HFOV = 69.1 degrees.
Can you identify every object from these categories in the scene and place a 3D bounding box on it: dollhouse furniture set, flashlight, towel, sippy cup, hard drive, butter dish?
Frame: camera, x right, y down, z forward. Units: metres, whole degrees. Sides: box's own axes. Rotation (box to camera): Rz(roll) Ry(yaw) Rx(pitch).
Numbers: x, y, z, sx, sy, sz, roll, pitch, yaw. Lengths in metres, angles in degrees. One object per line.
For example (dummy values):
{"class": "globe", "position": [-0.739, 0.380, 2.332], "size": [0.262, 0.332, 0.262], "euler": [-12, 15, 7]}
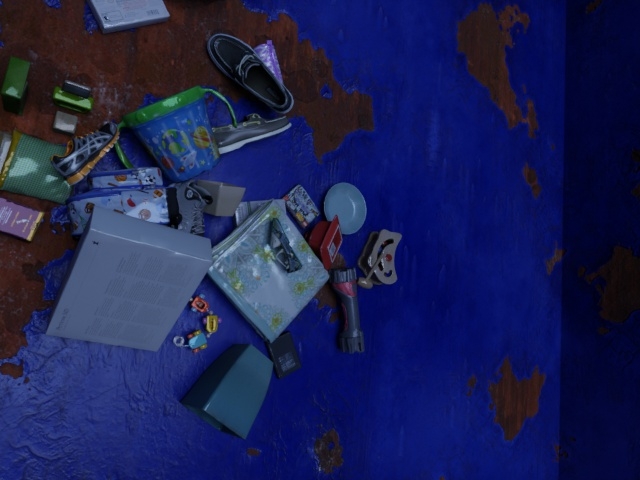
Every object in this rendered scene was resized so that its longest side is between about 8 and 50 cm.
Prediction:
{"class": "dollhouse furniture set", "position": [-0.698, -0.260, 1.165], "size": [0.198, 0.151, 0.301], "euler": [14, 79, -32]}
{"class": "flashlight", "position": [0.091, 0.250, 1.683], "size": [0.103, 0.103, 0.303], "euler": [-5, 94, -8]}
{"class": "towel", "position": [-0.164, 0.098, 1.500], "size": [0.320, 0.090, 0.374], "euler": [-45, 117, -22]}
{"class": "sippy cup", "position": [-0.405, -0.295, 1.332], "size": [0.223, 0.306, 0.240], "euler": [67, 29, -23]}
{"class": "hard drive", "position": [-0.125, 0.385, 1.568], "size": [0.094, 0.022, 0.135], "euler": [-22, 99, -31]}
{"class": "butter dish", "position": [0.000, 0.000, 1.634], "size": [0.160, 0.119, 0.159], "euler": [74, 35, -56]}

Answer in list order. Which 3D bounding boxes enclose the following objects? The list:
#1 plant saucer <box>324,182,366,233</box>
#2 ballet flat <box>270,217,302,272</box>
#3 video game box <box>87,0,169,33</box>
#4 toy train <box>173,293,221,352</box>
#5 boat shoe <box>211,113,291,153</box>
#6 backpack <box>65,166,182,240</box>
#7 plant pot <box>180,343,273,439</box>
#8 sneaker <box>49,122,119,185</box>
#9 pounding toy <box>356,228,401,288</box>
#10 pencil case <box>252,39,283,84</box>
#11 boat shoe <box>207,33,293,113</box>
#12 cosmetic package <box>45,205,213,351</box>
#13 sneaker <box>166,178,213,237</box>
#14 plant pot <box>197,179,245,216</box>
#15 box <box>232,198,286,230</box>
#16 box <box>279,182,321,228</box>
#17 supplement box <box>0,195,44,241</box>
{"class": "plant saucer", "position": [0.085, -0.118, 1.740], "size": [0.195, 0.037, 0.194], "euler": [3, 84, -33]}
{"class": "ballet flat", "position": [-0.119, 0.022, 1.441], "size": [0.070, 0.070, 0.188], "euler": [-37, 110, -30]}
{"class": "video game box", "position": [-0.575, -0.716, 1.347], "size": [0.205, 0.048, 0.186], "euler": [-30, 104, -32]}
{"class": "toy train", "position": [-0.375, 0.252, 1.404], "size": [0.125, 0.046, 0.166], "euler": [34, 65, -25]}
{"class": "boat shoe", "position": [-0.231, -0.362, 1.509], "size": [0.305, 0.109, 0.091], "euler": [-28, 106, -28]}
{"class": "backpack", "position": [-0.518, -0.080, 1.217], "size": [0.264, 0.277, 0.212], "euler": [-16, 88, -26]}
{"class": "plant pot", "position": [-0.260, 0.436, 1.397], "size": [0.165, 0.166, 0.234], "euler": [46, 57, -22]}
{"class": "sneaker", "position": [-0.596, -0.239, 1.187], "size": [0.083, 0.084, 0.214], "euler": [46, 46, -29]}
{"class": "pounding toy", "position": [0.247, 0.082, 1.759], "size": [0.154, 0.155, 0.269], "euler": [34, 68, -22]}
{"class": "pencil case", "position": [-0.169, -0.559, 1.578], "size": [0.086, 0.088, 0.205], "euler": [-23, 98, -33]}
{"class": "boat shoe", "position": [-0.218, -0.543, 1.478], "size": [0.335, 0.119, 0.121], "euler": [37, 94, -7]}
{"class": "cosmetic package", "position": [-0.483, 0.116, 1.170], "size": [0.285, 0.377, 0.097], "euler": [18, 34, -33]}
{"class": "sneaker", "position": [-0.366, -0.073, 1.372], "size": [0.086, 0.132, 0.228], "euler": [-36, 108, -63]}
{"class": "plant pot", "position": [-0.312, -0.128, 1.430], "size": [0.109, 0.109, 0.096], "euler": [-1, 104, -56]}
{"class": "box", "position": [-0.199, -0.060, 1.547], "size": [0.186, 0.038, 0.145], "euler": [-8, 92, -32]}
{"class": "box", "position": [-0.070, -0.121, 1.643], "size": [0.094, 0.027, 0.137], "euler": [-46, 110, -27]}
{"class": "supplement box", "position": [-0.784, -0.064, 1.120], "size": [0.188, 0.104, 0.080], "euler": [25, 73, -29]}
